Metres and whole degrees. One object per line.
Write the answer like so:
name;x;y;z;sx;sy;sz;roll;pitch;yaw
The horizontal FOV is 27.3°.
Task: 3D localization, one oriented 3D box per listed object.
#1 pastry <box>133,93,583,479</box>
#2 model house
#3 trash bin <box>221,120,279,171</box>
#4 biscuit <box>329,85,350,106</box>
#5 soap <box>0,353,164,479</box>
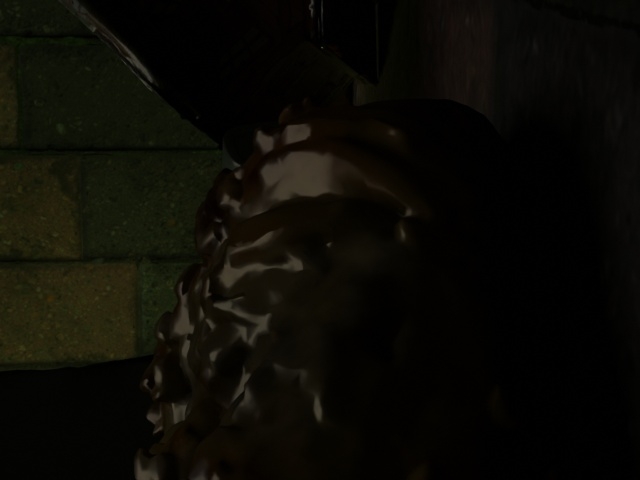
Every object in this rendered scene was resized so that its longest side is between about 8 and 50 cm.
pastry;0.005;0.096;0.494;0.255;0.162;0.310;96;173;-58
model house;-0.055;-0.165;0.847;0.154;0.207;0.294;-47;-9;7
trash bin;0.000;0.000;0.743;0.059;0.116;0.130;-117;26;-53
biscuit;-0.006;-0.079;1.164;0.216;0.047;0.339;137;132;-81
soap;-0.104;0.298;0.771;0.350;0.213;0.435;114;148;-61
